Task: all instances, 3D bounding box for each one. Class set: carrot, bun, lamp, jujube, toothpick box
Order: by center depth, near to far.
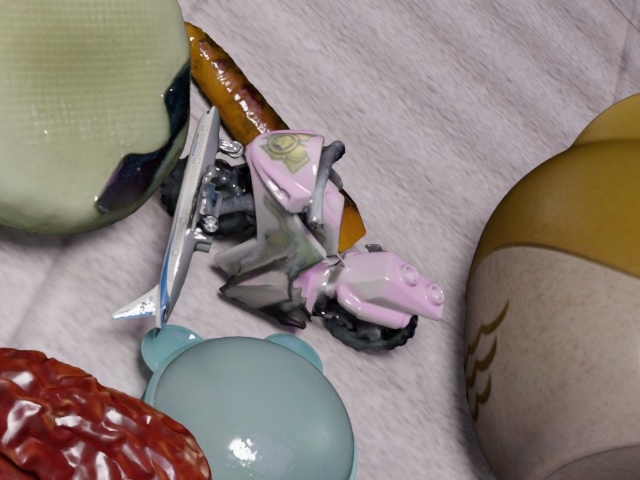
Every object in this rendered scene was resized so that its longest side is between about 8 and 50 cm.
[{"bbox_3d":[-0.201,0.181,0.986,0.230,0.155,0.155,31,47,4],"label":"jujube"},{"bbox_3d":[-0.258,-0.140,1.115,0.283,0.179,0.283,1,89,-43],"label":"bun"},{"bbox_3d":[-0.062,0.204,1.121,0.209,0.147,0.284,6,65,-25],"label":"lamp"},{"bbox_3d":[-0.061,-0.118,1.352,0.314,0.066,0.066,53,44,-8],"label":"carrot"},{"bbox_3d":[0.365,0.092,1.384,0.409,0.409,0.425,27,49,-30],"label":"toothpick box"}]

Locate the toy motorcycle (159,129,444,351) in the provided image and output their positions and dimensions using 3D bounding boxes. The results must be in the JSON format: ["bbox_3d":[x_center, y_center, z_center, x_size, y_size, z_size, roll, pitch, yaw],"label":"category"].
[{"bbox_3d":[0.000,0.000,1.257,0.327,0.188,0.143,37,42,-23],"label":"toy motorcycle"}]

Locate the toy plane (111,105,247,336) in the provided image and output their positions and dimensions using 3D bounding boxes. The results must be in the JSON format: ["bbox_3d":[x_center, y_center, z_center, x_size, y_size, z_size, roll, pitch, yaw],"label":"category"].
[{"bbox_3d":[-0.121,-0.019,1.132,0.058,0.226,0.226,24,71,-6],"label":"toy plane"}]
